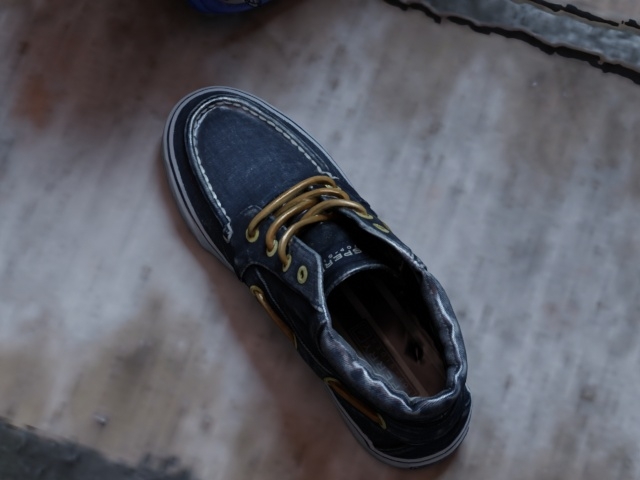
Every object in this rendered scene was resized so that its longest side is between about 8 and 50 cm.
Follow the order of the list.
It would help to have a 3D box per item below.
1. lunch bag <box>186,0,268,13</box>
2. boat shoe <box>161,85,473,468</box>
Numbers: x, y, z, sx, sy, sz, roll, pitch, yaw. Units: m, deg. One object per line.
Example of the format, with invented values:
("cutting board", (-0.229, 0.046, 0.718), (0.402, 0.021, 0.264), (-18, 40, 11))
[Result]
("lunch bag", (0.026, -0.227, 0.733), (0.303, 0.243, 0.115), (-37, 73, -13))
("boat shoe", (0.000, 0.000, 0.733), (0.065, 0.083, 0.183), (-34, 73, -12))
